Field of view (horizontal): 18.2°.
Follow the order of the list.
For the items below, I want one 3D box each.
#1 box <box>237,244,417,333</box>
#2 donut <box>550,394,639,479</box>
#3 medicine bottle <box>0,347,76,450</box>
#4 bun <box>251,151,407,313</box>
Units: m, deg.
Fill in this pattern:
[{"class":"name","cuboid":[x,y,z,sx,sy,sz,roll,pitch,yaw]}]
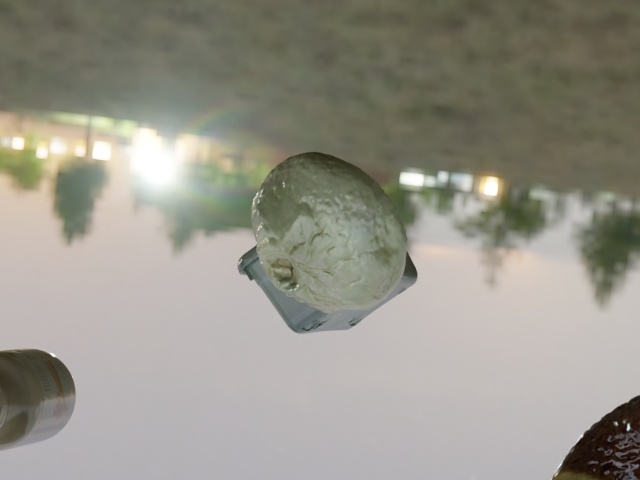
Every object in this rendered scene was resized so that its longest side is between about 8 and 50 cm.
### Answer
[{"class":"box","cuboid":[0.015,0.026,1.874,0.124,0.093,0.172,-35,167,20]},{"class":"donut","cuboid":[0.222,0.196,1.464,0.085,0.217,0.141,43,147,-18]},{"class":"medicine bottle","cuboid":[-0.362,0.180,2.252,0.114,0.114,0.252,7,180,10]},{"class":"bun","cuboid":[0.000,0.000,1.302,0.115,0.115,0.069,9,-136,41]}]
